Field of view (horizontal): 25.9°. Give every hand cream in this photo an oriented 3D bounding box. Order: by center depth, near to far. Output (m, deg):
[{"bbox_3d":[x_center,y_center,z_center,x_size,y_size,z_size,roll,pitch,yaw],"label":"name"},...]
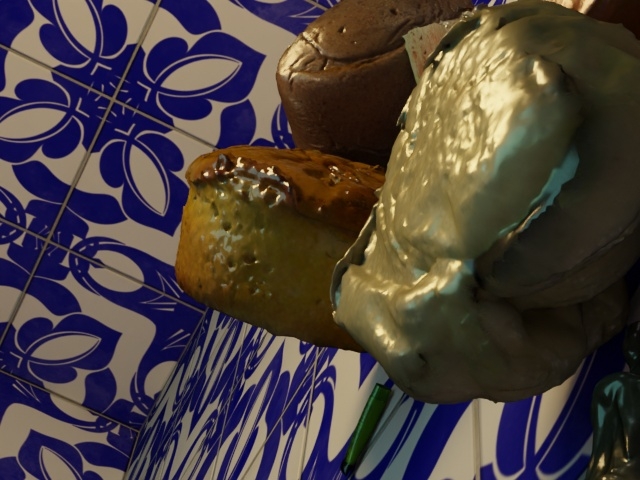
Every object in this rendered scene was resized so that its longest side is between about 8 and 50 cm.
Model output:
[{"bbox_3d":[0.055,0.239,1.765,0.122,0.023,0.036,-64,10,5],"label":"hand cream"}]

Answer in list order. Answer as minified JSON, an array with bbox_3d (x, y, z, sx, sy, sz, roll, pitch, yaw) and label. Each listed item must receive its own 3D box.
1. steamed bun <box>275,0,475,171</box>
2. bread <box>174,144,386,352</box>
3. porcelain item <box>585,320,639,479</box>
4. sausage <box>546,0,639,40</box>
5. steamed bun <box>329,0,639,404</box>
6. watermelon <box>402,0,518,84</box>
[{"bbox_3d":[0.104,-0.205,1.904,0.301,0.199,0.252,-35,-31,-20],"label":"steamed bun"},{"bbox_3d":[0.000,0.000,1.721,0.398,0.398,0.215,-121,46,-79],"label":"bread"},{"bbox_3d":[0.227,0.132,1.002,0.081,0.069,0.216,-61,4,48],"label":"porcelain item"},{"bbox_3d":[0.274,-0.186,1.275,0.153,0.141,0.268,-94,28,-44],"label":"sausage"},{"bbox_3d":[0.173,-0.019,1.150,0.325,0.230,0.372,-91,26,-53],"label":"steamed bun"},{"bbox_3d":[0.198,-0.212,1.659,0.224,0.180,0.305,-55,14,-5],"label":"watermelon"}]
